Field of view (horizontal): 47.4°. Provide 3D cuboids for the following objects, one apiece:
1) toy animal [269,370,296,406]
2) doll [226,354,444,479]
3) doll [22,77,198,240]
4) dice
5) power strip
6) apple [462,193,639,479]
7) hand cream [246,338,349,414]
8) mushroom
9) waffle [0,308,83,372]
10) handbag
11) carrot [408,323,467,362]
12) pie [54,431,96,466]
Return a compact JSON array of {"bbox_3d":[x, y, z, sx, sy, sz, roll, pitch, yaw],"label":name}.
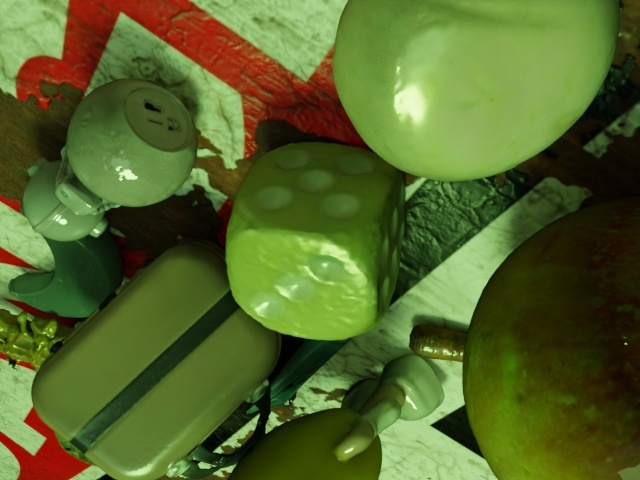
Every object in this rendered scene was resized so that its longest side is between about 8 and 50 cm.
[{"bbox_3d":[-0.179,0.198,1.092,0.160,0.272,0.197,34,132,31],"label":"toy animal"},{"bbox_3d":[-0.002,0.307,0.974,0.161,0.423,0.348,43,158,12],"label":"doll"},{"bbox_3d":[-0.267,-0.079,0.873,0.287,0.151,0.151,-28,117,40],"label":"doll"},{"bbox_3d":[0.000,0.000,0.824,0.169,0.169,0.166,7,134,14],"label":"dice"},{"bbox_3d":[-0.369,0.029,1.067,0.167,0.054,0.253,27,135,-9],"label":"power strip"},{"bbox_3d":[0.322,0.151,0.711,0.384,0.374,0.374,50,133,8],"label":"apple"},{"bbox_3d":[-0.029,0.185,1.063,0.048,0.083,0.224,55,126,25],"label":"hand cream"},{"bbox_3d":[0.120,-0.171,0.619,0.246,0.202,0.246,-23,145,-17],"label":"mushroom"},{"bbox_3d":[-0.420,0.220,1.222,0.259,0.069,0.293,4,144,17],"label":"waffle"},{"bbox_3d":[-0.181,0.177,0.947,0.302,0.149,0.283,-43,95,-3],"label":"handbag"},{"bbox_3d":[0.212,0.148,0.971,0.191,0.047,0.047,11,134,9],"label":"carrot"},{"bbox_3d":[-0.442,0.389,1.432,0.187,0.041,0.187,11,133,11],"label":"pie"}]
